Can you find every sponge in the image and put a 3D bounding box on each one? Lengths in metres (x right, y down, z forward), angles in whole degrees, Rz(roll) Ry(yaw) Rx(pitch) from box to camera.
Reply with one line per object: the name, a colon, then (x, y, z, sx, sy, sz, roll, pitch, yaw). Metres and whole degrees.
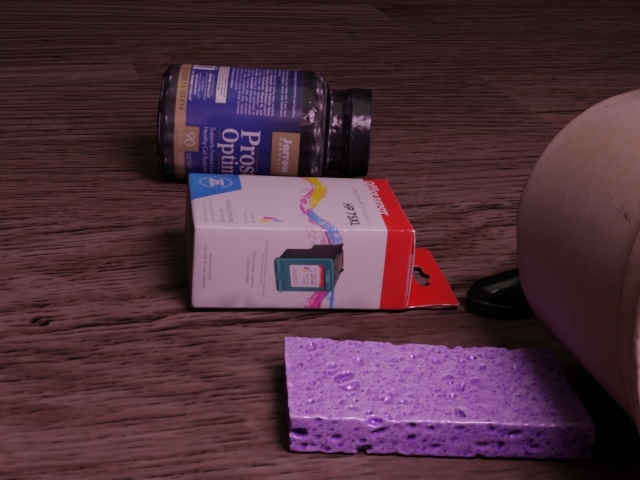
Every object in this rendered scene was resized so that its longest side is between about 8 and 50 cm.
sponge: (0.079, 0.111, 0.881, 0.210, 0.031, 0.117, 2, 22, -4)

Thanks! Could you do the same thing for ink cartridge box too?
ink cartridge box: (0.000, 0.000, 1.077, 0.231, 0.078, 0.134, 1, 22, -9)

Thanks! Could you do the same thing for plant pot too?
plant pot: (0.288, 0.018, 0.823, 0.334, 0.333, 0.305, -2, 12, -14)

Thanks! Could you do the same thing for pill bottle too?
pill bottle: (-0.057, -0.120, 1.303, 0.219, 0.122, 0.123, 3, 22, -1)

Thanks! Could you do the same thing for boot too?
boot: (0.187, 0.013, 1.049, 0.121, 0.099, 0.045, 2, 21, -6)
